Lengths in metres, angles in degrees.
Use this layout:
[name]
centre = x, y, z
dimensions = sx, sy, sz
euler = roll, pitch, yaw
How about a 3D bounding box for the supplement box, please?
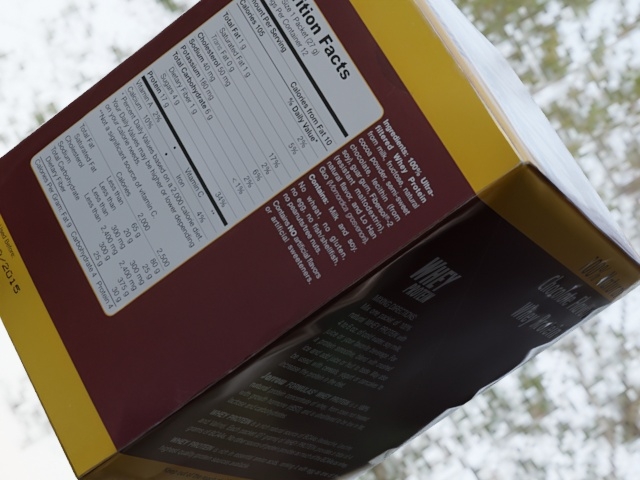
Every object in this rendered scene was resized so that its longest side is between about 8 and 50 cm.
[supplement box]
centre = 0.000, 0.000, 0.640
dimensions = 0.129, 0.194, 0.191
euler = 60, 14, 24
